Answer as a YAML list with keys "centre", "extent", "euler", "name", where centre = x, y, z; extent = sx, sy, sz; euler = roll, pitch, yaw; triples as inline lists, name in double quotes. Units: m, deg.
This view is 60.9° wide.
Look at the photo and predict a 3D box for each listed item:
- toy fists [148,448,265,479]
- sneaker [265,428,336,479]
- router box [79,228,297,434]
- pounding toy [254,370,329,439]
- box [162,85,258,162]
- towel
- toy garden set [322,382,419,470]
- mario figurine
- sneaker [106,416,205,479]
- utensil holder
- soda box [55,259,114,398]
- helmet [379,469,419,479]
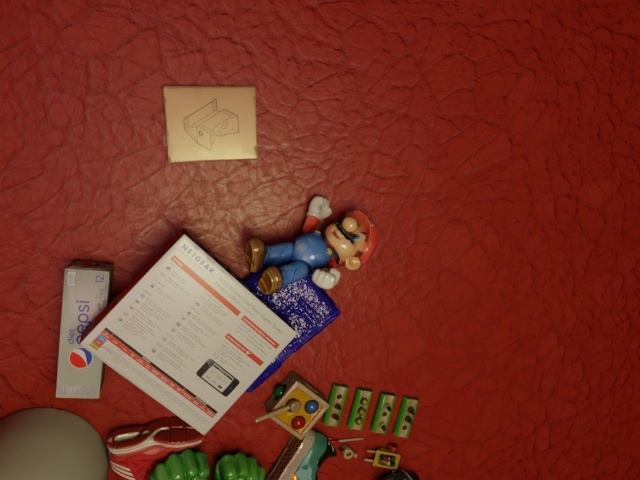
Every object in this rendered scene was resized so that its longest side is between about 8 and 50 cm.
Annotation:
- centre: [-0.263, 0.569, 1.279]
  extent: [0.279, 0.096, 0.142]
  euler: [16, 106, -26]
  name: "toy fists"
- centre: [-0.071, 0.618, 1.355]
  extent: [0.121, 0.108, 0.302]
  euler: [34, 89, -12]
  name: "sneaker"
- centre: [-0.271, 0.198, 1.165]
  extent: [0.301, 0.082, 0.335]
  euler: [-46, 109, -5]
  name: "router box"
- centre: [-0.073, 0.405, 1.323]
  extent: [0.141, 0.100, 0.130]
  euler: [40, 88, -16]
  name: "pounding toy"
- centre: [-0.242, -0.259, 1.216]
  extent: [0.201, 0.021, 0.165]
  euler: [-4, 100, -13]
  name: "box"
- centre: [-0.125, 0.193, 1.289]
  extent: [0.308, 0.076, 0.228]
  euler: [-40, 106, -4]
  name: "towel"
- centre: [0.125, 0.493, 1.411]
  extent: [0.244, 0.049, 0.204]
  euler: [14, 96, -15]
  name: "toy garden set"
- centre: [0.000, 0.000, 1.211]
  extent: [0.320, 0.170, 0.198]
  euler: [-18, 94, -32]
  name: "mario figurine"
- centre: [-0.387, 0.499, 1.292]
  extent: [0.221, 0.087, 0.128]
  euler: [2, 117, -16]
  name: "sneaker"
- centre: [-0.607, 0.556, 1.077]
  extent: [0.327, 0.385, 0.328]
  euler: [-2, 100, -14]
  name: "utensil holder"
- centre: [-0.512, 0.191, 1.187]
  extent: [0.091, 0.098, 0.287]
  euler: [5, 98, -16]
  name: "soda box"
- centre: [0.209, 0.682, 1.404]
  extent: [0.161, 0.169, 0.169]
  euler: [26, 93, -33]
  name: "helmet"
